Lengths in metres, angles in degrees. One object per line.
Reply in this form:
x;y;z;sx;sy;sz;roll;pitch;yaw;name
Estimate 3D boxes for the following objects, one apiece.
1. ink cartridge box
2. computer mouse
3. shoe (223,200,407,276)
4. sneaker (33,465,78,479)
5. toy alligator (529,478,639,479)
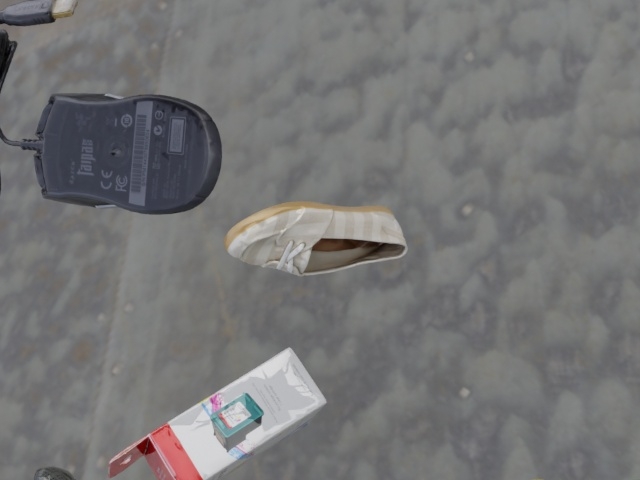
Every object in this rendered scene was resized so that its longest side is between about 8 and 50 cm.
-0.117;0.221;1.264;0.231;0.134;0.078;-30;79;-19;ink cartridge box
-0.188;-0.112;0.953;0.262;0.060;0.184;0;90;24;computer mouse
0.000;0.000;1.258;0.058;0.219;0.076;62;144;35;shoe
-0.143;0.261;0.805;0.185;0.483;0.202;-28;57;45;sneaker
0.086;0.099;0.365;0.056;0.190;0.051;57;145;34;toy alligator
